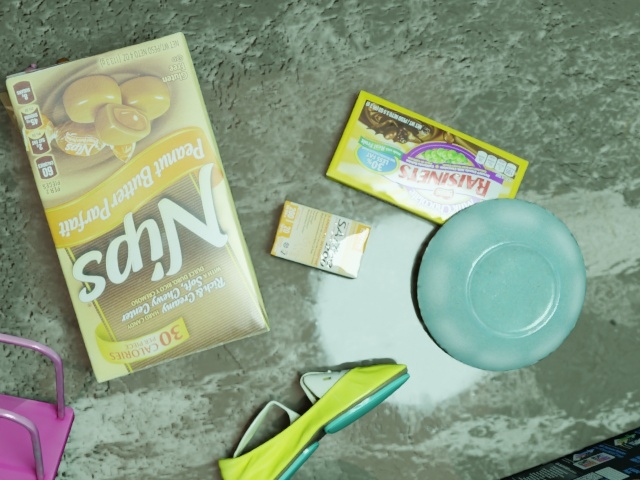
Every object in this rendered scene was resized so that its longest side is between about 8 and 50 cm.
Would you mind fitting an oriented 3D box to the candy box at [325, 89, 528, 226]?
[{"bbox_3d":[0.119,-0.079,0.899,0.205,0.027,0.105,22,88,-2],"label":"candy box"}]

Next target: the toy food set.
[{"bbox_3d":[-0.287,-0.165,0.880,0.122,0.019,0.078,-28,88,-5],"label":"toy food set"}]

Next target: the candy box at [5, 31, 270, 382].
[{"bbox_3d":[-0.183,-0.034,0.836,0.182,0.087,0.317,-17,91,-5],"label":"candy box"}]

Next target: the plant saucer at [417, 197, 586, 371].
[{"bbox_3d":[0.204,0.052,0.875,0.194,0.037,0.195,-1,96,-6],"label":"plant saucer"}]

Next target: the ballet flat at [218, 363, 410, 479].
[{"bbox_3d":[-0.013,0.187,0.851,0.231,0.077,0.077,-40,73,-4],"label":"ballet flat"}]

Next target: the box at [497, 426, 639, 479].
[{"bbox_3d":[0.351,0.234,0.759,0.293,0.295,0.073,-18,86,-6],"label":"box"}]

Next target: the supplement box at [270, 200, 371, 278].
[{"bbox_3d":[0.000,0.000,0.880,0.098,0.036,0.062,16,86,-3],"label":"supplement box"}]

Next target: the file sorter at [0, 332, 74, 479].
[{"bbox_3d":[-0.359,0.232,0.700,0.202,0.182,0.291,12,53,-6],"label":"file sorter"}]
